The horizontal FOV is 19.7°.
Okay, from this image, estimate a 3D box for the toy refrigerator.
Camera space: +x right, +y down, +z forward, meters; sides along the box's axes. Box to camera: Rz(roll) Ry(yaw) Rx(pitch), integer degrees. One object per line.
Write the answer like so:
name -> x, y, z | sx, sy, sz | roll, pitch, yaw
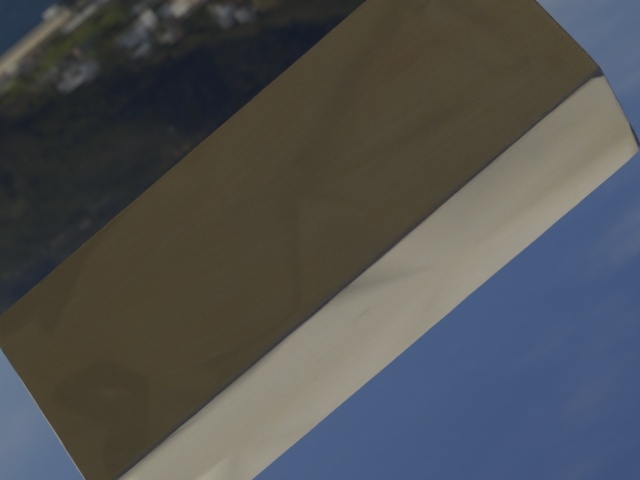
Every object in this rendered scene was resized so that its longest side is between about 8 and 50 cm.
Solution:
toy refrigerator -> 0.000, 0.000, 0.804 | 0.269, 0.102, 0.094 | -41, 150, 3
